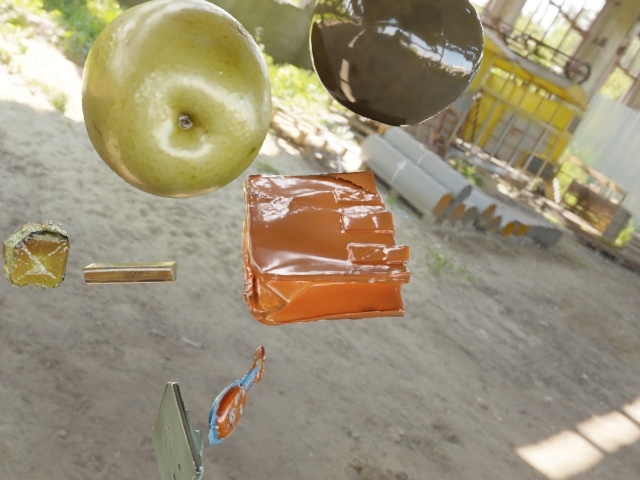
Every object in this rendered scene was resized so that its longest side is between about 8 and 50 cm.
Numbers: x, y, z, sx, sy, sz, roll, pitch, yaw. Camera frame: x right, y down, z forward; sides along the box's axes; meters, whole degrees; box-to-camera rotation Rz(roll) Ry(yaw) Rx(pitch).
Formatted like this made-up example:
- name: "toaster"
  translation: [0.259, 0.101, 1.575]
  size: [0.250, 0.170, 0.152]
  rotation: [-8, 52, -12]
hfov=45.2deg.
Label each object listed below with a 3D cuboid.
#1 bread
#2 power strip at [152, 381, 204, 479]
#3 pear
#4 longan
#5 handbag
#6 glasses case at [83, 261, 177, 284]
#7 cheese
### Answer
- name: "bread"
  translation: [-0.600, 0.031, 1.618]
  size: [0.127, 0.140, 0.069]
  rotation: [0, 22, -39]
- name: "power strip"
  translation: [-0.257, 0.400, 1.461]
  size: [0.064, 0.198, 0.213]
  rotation: [-1, 46, -27]
- name: "pear"
  translation: [-0.248, -0.250, 1.352]
  size: [0.348, 0.348, 0.348]
  rotation: [26, 15, -8]
- name: "longan"
  translation: [0.107, -0.293, 1.139]
  size: [0.258, 0.258, 0.258]
  rotation: [26, 15, -8]
- name: "handbag"
  translation: [0.000, 0.000, 1.492]
  size: [0.303, 0.116, 0.410]
  rotation: [-1, 32, -7]
- name: "glasses case"
  translation: [-0.367, 0.065, 1.496]
  size: [0.169, 0.041, 0.064]
  rotation: [-1, 5, -2]
- name: "cheese"
  translation: [-0.164, 0.309, 1.542]
  size: [0.037, 0.106, 0.256]
  rotation: [12, 33, 18]
